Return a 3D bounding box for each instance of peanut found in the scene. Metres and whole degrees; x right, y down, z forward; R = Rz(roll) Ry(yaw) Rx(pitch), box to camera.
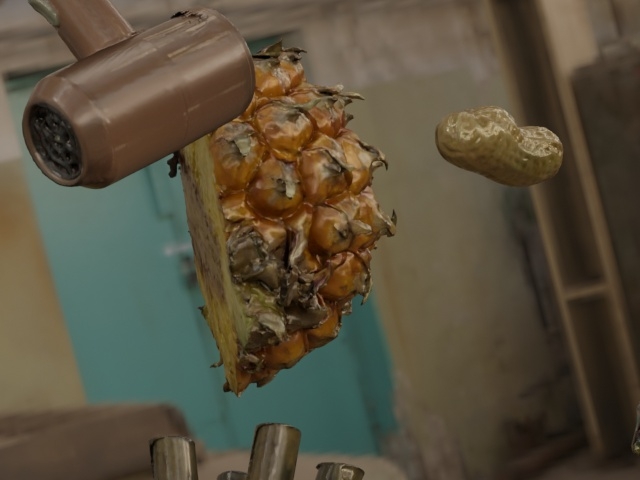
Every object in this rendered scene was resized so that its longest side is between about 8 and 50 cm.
[{"bbox_3d":[0.132,-0.068,1.341,0.113,0.054,0.054,14,-16,-34],"label":"peanut"}]

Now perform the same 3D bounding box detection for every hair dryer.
[{"bbox_3d":[-0.129,-0.116,0.942,0.117,0.181,0.064,-31,-14,-38],"label":"hair dryer"}]

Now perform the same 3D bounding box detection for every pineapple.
[{"bbox_3d":[0.001,0.002,1.623,0.209,0.344,0.286,-13,30,-12],"label":"pineapple"}]

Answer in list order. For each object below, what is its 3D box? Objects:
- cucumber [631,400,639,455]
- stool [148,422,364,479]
[{"bbox_3d":[0.431,0.126,1.751,0.359,0.096,0.096,-23,4,-20],"label":"cucumber"},{"bbox_3d":[-0.021,0.152,0.871,0.125,0.121,0.217,19,-25,-24],"label":"stool"}]
